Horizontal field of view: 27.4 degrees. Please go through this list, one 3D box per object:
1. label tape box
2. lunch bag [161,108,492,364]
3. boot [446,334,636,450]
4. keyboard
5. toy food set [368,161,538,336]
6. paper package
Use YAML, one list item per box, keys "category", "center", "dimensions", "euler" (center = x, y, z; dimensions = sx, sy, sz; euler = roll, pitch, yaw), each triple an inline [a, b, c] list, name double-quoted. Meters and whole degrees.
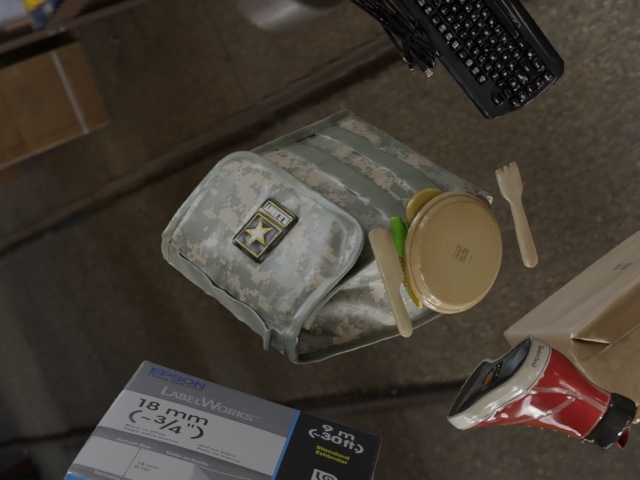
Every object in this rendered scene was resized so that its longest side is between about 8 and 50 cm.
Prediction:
- category: "label tape box"
  center: [-0.077, 0.207, 1.188]
  dimensions: [0.241, 0.333, 0.106]
  euler: [17, 110, 3]
- category: "lunch bag"
  center: [0.000, 0.000, 1.426]
  dimensions: [0.235, 0.287, 0.169]
  euler: [35, 137, 37]
- category: "boot"
  center: [0.265, 0.209, 1.565]
  dimensions: [0.176, 0.088, 0.244]
  euler: [31, 154, -8]
- category: "keyboard"
  center: [0.090, -0.170, 0.967]
  dimensions: [0.192, 0.100, 0.038]
  euler: [50, -173, -7]
- category: "toy food set"
  center: [0.129, 0.007, 1.317]
  dimensions: [0.038, 0.192, 0.132]
  euler: [10, 120, 57]
- category: "paper package"
  center: [0.469, 0.118, 1.936]
  dimensions: [0.168, 0.309, 0.325]
  euler: [56, 171, -2]
